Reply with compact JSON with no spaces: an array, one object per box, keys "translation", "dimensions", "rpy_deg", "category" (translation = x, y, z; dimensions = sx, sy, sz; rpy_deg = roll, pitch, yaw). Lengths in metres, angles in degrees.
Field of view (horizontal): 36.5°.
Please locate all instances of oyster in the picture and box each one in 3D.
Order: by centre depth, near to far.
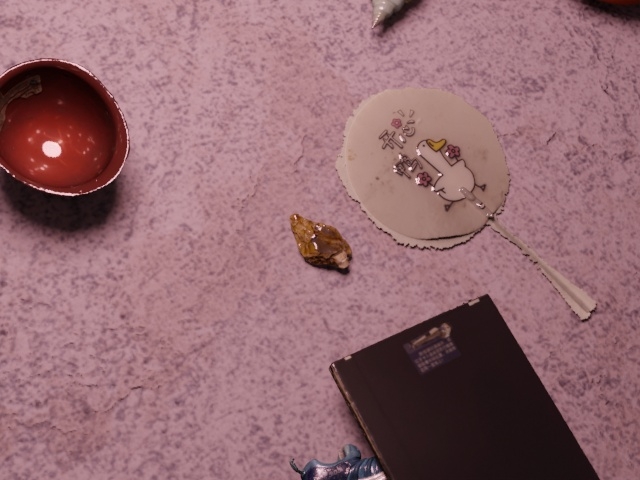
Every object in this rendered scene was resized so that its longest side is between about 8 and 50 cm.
[{"translation":[-0.002,0.002,1.216],"dimensions":[0.093,0.034,0.051],"rpy_deg":[22,63,0],"category":"oyster"}]

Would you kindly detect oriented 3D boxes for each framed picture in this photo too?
[{"translation":[0.190,0.249,1.147],"dimensions":[0.255,0.014,0.339],"rpy_deg":[-21,73,-29],"category":"framed picture"}]

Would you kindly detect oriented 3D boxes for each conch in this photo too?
[{"translation":[0.099,-0.356,1.335],"dimensions":[0.065,0.088,0.180],"rpy_deg":[51,55,-40],"category":"conch"}]

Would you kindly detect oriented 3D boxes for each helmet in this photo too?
[{"translation":[-0.309,-0.119,1.149],"dimensions":[0.175,0.106,0.155],"rpy_deg":[30,72,-4],"category":"helmet"}]

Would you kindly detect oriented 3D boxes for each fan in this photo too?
[{"translation":[0.207,-0.048,1.282],"dimensions":[0.414,0.012,0.233],"rpy_deg":[40,71,3],"category":"fan"}]

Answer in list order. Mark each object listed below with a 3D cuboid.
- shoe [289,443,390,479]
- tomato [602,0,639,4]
[{"translation":[0.036,0.272,1.131],"dimensions":[0.142,0.064,0.071],"rpy_deg":[-12,60,-19],"category":"shoe"},{"translation":[0.416,-0.461,1.345],"dimensions":[0.259,0.260,0.180],"rpy_deg":[20,36,-5],"category":"tomato"}]
